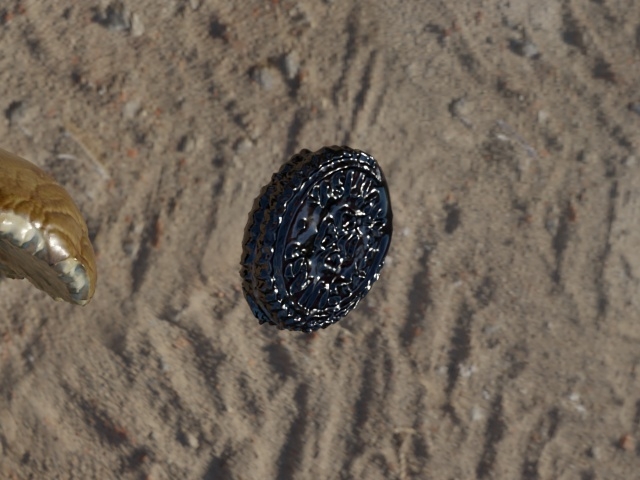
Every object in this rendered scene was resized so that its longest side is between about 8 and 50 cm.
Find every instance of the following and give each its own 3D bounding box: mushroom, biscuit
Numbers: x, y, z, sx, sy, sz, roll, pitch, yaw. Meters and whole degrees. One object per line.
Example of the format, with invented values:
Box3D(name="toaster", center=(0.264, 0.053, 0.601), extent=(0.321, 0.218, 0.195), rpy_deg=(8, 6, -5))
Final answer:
Box3D(name="mushroom", center=(-0.280, 0.060, 0.814), extent=(0.208, 0.233, 0.301), rpy_deg=(-6, 83, -12))
Box3D(name="biscuit", center=(0.000, 0.000, 0.987), extent=(0.195, 0.053, 0.194), rpy_deg=(-23, 123, -42))
